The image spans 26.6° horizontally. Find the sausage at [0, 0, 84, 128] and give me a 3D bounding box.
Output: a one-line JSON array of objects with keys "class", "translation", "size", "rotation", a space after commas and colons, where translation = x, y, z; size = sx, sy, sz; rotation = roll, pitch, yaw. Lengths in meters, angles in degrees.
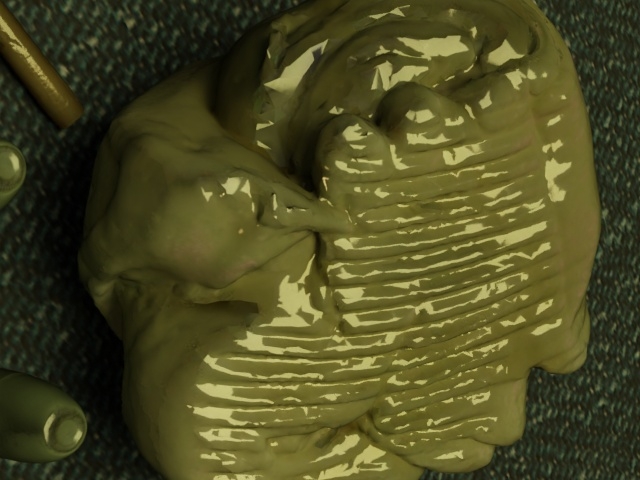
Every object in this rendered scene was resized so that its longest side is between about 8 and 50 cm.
[{"class": "sausage", "translation": [-0.201, -0.129, 0.880], "size": [0.024, 0.024, 0.132], "rotation": [-50, 119, -28]}]

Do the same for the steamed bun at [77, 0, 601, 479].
[{"class": "steamed bun", "translation": [0.000, 0.000, 0.909], "size": [0.339, 0.247, 0.352], "rotation": [-20, 120, -20]}]

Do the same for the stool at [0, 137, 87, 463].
[{"class": "stool", "translation": [-0.260, 0.047, 0.720], "size": [0.195, 0.198, 0.195], "rotation": [-18, 99, -37]}]
